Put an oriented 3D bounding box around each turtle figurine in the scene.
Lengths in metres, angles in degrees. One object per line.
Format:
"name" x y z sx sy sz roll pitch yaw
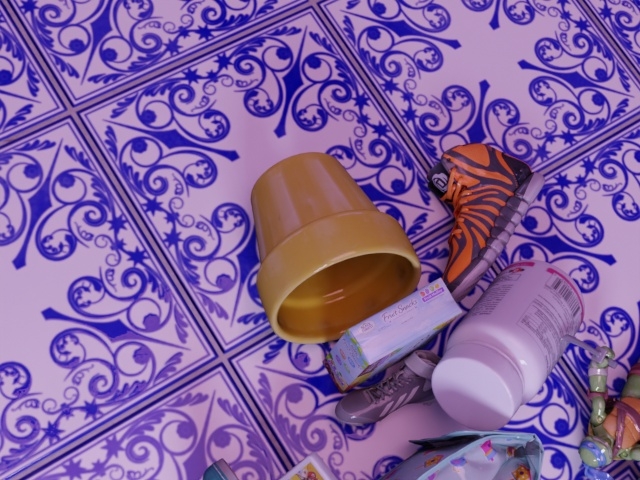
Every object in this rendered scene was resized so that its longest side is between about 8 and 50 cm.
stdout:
"turtle figurine" 0.532 0.249 1.589 0.198 0.275 0.266 19 34 42

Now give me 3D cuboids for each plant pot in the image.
"plant pot" 0.000 0.000 1.579 0.254 0.254 0.239 -15 57 -17

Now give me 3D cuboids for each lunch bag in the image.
"lunch bag" 0.191 0.372 1.476 0.262 0.223 0.160 -35 87 -22

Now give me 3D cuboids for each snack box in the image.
"snack box" 0.108 0.153 1.550 0.174 0.207 0.070 -27 78 -20

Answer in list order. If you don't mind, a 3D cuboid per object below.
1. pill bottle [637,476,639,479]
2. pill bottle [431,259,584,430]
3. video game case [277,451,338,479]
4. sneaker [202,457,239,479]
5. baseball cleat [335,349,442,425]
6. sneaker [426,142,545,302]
"pill bottle" 0.543 0.458 1.552 0.162 0.162 0.278 45 68 6
"pill bottle" 0.296 0.163 1.562 0.160 0.160 0.283 43 45 6
"video game case" -0.011 0.455 1.440 0.206 0.026 0.227 -43 80 22
"sneaker" -0.119 0.464 1.391 0.121 0.108 0.302 -22 89 -11
"baseball cleat" 0.119 0.228 1.578 0.206 0.109 0.072 -13 39 -23
"sneaker" 0.243 -0.042 1.711 0.180 0.124 0.321 34 56 6
